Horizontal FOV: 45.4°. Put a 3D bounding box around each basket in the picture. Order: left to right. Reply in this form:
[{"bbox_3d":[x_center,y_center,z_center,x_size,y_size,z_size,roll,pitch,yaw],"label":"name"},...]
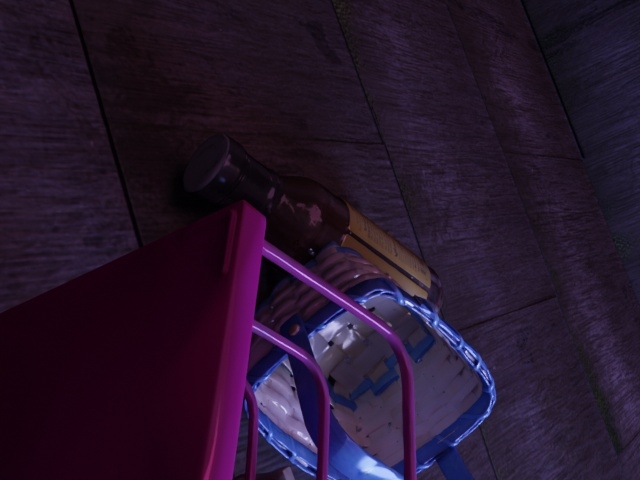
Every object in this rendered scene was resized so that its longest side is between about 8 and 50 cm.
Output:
[{"bbox_3d":[0.056,0.155,0.717,0.255,0.201,0.289,44,5,-28],"label":"basket"}]

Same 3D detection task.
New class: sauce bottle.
[{"bbox_3d":[0.000,0.000,0.851,0.344,0.111,0.111,37,44,-35],"label":"sauce bottle"}]

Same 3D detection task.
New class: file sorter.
[{"bbox_3d":[-0.105,0.147,0.471,0.182,0.291,0.202,38,43,-38],"label":"file sorter"}]

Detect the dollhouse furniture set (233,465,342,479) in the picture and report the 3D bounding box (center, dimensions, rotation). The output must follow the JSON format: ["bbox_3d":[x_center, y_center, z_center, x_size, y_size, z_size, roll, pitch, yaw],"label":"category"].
[{"bbox_3d":[-0.018,0.261,0.602,0.129,0.184,0.128,-19,87,-55],"label":"dollhouse furniture set"}]
